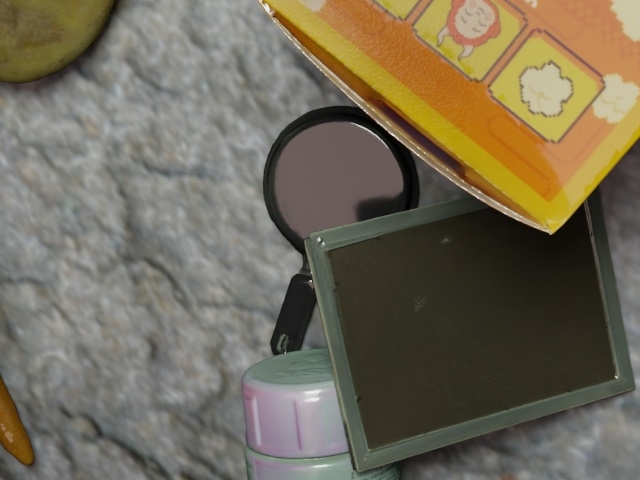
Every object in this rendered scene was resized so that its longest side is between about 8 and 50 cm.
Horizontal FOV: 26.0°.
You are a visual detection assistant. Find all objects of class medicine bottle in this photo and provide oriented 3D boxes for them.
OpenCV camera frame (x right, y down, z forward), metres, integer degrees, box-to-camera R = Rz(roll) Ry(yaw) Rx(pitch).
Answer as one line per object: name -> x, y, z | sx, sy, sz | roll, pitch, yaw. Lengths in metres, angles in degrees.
medicine bottle -> 0.001, 0.187, 1.176 | 0.135, 0.135, 0.168 | -3, 102, 15

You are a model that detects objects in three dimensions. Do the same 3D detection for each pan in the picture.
pan -> 0.000, 0.000, 1.189 | 0.136, 0.028, 0.235 | 21, 107, 9

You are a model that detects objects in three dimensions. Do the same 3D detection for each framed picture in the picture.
framed picture -> 0.124, 0.060, 1.120 | 0.252, 0.014, 0.197 | -14, 99, -13

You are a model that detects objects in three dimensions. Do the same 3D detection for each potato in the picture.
potato -> -0.238, -0.275, 1.131 | 0.191, 0.141, 0.296 | 27, 105, 4

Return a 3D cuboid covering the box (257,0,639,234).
box -> 0.135, -0.177, 0.980 | 0.259, 0.283, 0.214 | 38, 108, 4

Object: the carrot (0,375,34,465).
carrot -> -0.361, 0.069, 1.282 | 0.069, 0.069, 0.336 | -35, 95, 19
